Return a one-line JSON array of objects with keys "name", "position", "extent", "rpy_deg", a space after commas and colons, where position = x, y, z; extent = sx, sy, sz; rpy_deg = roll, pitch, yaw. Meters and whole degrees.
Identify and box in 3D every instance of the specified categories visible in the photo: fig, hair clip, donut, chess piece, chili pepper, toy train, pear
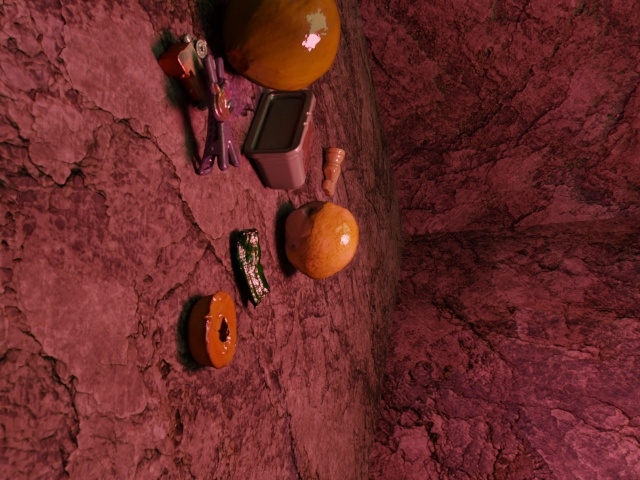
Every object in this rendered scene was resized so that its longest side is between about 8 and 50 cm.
[{"name": "fig", "position": [-0.115, -0.573, 1.313], "extent": [0.343, 0.343, 0.343], "rpy_deg": [-5, 90, -70]}, {"name": "hair clip", "position": [-0.232, -0.286, 1.115], "extent": [0.137, 0.090, 0.278], "rpy_deg": [-29, 130, -65]}, {"name": "donut", "position": [-0.251, 0.208, 1.099], "extent": [0.162, 0.065, 0.178], "rpy_deg": [35, 52, -71]}, {"name": "chess piece", "position": [0.048, -0.297, 2.045], "extent": [0.090, 0.090, 0.200], "rpy_deg": [30, 69, -66]}, {"name": "chili pepper", "position": [-0.190, 0.079, 1.301], "extent": [0.098, 0.061, 0.224], "rpy_deg": [-29, 117, -54]}, {"name": "toy train", "position": [-0.296, -0.389, 1.111], "extent": [0.176, 0.074, 0.118], "rpy_deg": [68, 35, -50]}, {"name": "pear", "position": [0.000, 0.000, 1.586], "extent": [0.271, 0.271, 0.271], "rpy_deg": [-5, 90, -70]}]

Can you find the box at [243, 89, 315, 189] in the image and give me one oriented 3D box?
[{"name": "box", "position": [-0.108, -0.312, 1.488], "extent": [0.182, 0.175, 0.311], "rpy_deg": [76, 20, -50]}]
